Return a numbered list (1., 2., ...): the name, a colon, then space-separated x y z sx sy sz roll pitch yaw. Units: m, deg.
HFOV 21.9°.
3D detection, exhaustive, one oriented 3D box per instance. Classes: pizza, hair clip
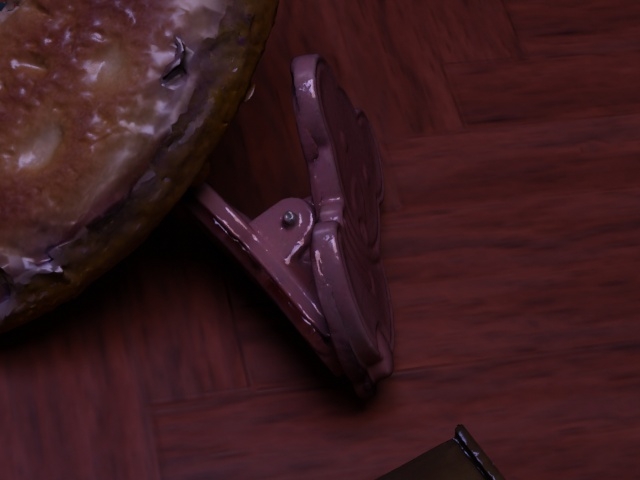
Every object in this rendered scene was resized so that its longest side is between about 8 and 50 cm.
1. pizza: -0.104 -0.093 0.790 0.161 0.085 0.305 26 85 19
2. hair clip: 0.009 -0.007 0.786 0.102 0.123 0.138 -42 58 -2

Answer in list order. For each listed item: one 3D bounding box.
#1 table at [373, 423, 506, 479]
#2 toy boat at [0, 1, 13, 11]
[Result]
1. table: 0.042 0.141 0.684 0.082 0.083 0.070 -25 55 -18
2. toy boat: -0.205 -0.070 0.838 0.141 0.060 0.055 -30 62 -22
